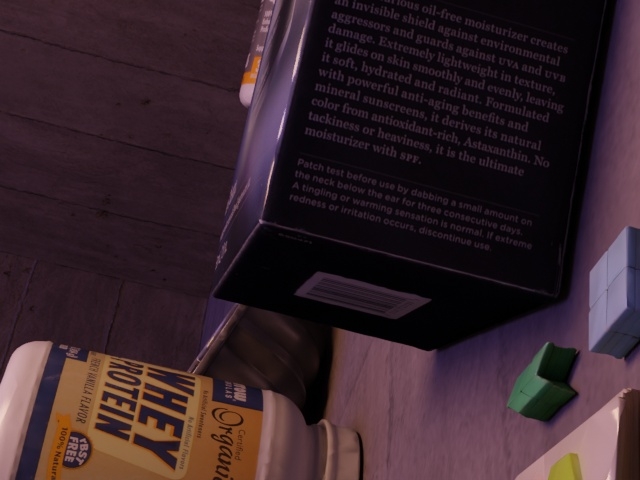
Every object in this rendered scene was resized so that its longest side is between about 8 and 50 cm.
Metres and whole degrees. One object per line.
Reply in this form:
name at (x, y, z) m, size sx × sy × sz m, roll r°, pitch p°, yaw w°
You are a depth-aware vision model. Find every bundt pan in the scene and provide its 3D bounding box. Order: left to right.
bundt pan at (-0.106, 0.194, 1.560) m, size 0.331 × 0.124 × 0.331 m, roll -56°, pitch 3°, yaw 4°

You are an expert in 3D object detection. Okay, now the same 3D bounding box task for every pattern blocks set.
pattern blocks set at (0.105, 0.169, 0.611) m, size 0.285 × 0.026 × 0.325 m, roll 111°, pitch 170°, yaw -47°

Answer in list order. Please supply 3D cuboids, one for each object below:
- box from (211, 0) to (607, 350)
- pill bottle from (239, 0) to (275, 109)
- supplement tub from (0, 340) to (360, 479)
box at (0.052, -0.102, 0.910) m, size 0.296 × 0.182 × 0.294 m, roll 133°, pitch 151°, yaw -75°
pill bottle at (0.012, -0.272, 1.606) m, size 0.162 × 0.162 × 0.278 m, roll 177°, pitch 106°, yaw -83°
supplement tub at (-0.140, 0.228, 1.236) m, size 0.228 × 0.316 × 0.228 m, roll -167°, pitch 90°, yaw -83°
